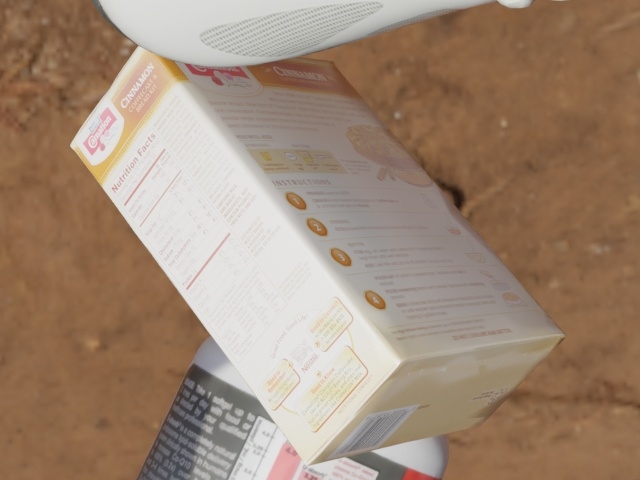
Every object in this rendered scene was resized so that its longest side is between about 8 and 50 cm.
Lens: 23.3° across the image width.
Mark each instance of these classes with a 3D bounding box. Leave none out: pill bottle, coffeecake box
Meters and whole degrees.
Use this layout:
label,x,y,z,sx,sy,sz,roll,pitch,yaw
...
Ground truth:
label,x,y,z,sx,sy,sz,roll,pitch,yaw
pill bottle,-0.030,0.191,1.157,0.210,0.362,0.210,25,177,1
coffeecake box,0.000,0.000,0.691,0.142,0.185,0.068,-2,138,-54

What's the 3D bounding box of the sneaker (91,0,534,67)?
label,x,y,z,sx,sy,sz,roll,pitch,yaw
sneaker,0.110,-0.133,0.431,0.448,0.257,0.169,-26,128,18
